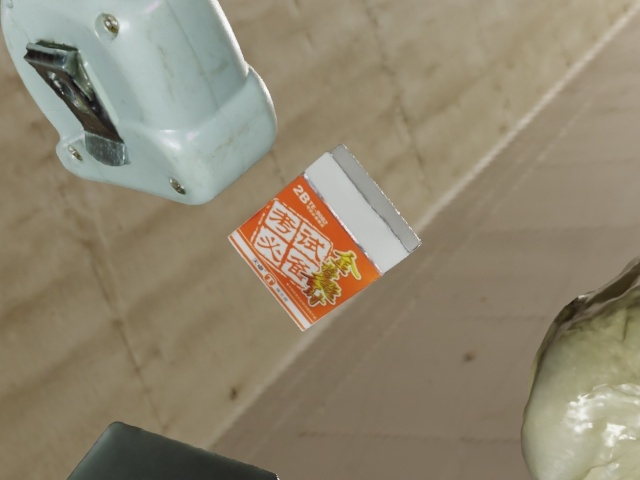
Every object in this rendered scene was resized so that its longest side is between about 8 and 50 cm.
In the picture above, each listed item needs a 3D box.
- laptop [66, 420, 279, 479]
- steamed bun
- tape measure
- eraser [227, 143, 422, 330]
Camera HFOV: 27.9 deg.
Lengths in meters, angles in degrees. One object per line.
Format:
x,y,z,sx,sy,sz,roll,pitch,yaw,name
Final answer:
-0.171,0.276,1.157,0.187,0.015,0.269,14,-142,17,laptop
0.327,0.172,1.010,0.324,0.372,0.230,-31,-150,-25,steamed bun
-0.168,-0.138,1.087,0.243,0.246,0.125,14,-130,48,tape measure
0.000,0.000,1.575,0.230,0.157,0.038,-38,180,44,eraser
